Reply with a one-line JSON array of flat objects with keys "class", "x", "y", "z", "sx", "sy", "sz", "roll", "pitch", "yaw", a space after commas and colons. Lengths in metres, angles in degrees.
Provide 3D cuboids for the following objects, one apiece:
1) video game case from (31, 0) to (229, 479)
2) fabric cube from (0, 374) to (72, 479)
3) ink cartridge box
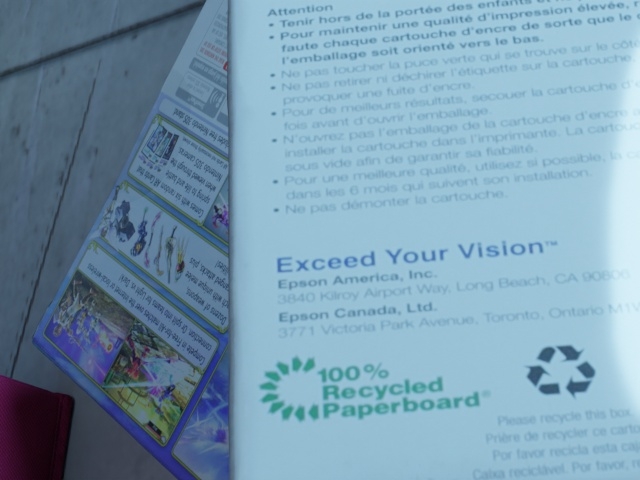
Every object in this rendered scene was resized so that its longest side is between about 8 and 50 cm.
[{"class": "video game case", "x": 0.000, "y": 0.000, "z": 0.836, "sx": 0.269, "sy": 0.061, "sz": 0.244, "roll": 34, "pitch": 96, "yaw": 50}, {"class": "fabric cube", "x": -0.316, "y": 0.183, "z": 0.942, "sx": 0.259, "sy": 0.258, "sz": 0.254, "roll": -17, "pitch": 59, "yaw": 42}, {"class": "ink cartridge box", "x": 0.135, "y": -0.049, "z": 0.557, "sx": 0.324, "sy": 0.071, "sz": 0.330, "roll": -5, "pitch": 50, "yaw": 3}]
